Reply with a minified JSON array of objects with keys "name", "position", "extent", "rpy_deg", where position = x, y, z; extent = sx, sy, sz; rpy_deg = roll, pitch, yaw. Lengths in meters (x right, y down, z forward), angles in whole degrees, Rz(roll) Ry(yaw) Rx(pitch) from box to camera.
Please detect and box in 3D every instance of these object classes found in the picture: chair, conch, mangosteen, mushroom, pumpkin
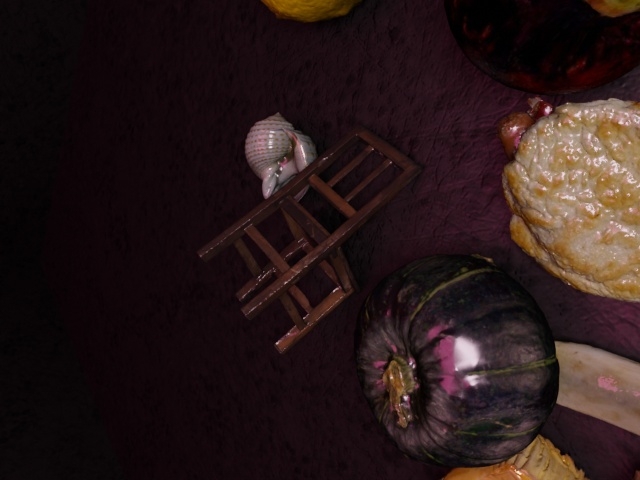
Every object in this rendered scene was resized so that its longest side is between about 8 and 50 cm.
[{"name":"chair","position":[0.000,0.000,0.983],"extent":[0.203,0.416,0.241],"rpy_deg":[45,169,32]},{"name":"conch","position":[-0.079,-0.178,1.061],"extent":[0.172,0.131,0.200],"rpy_deg":[5,117,20]},{"name":"mangosteen","position":[0.289,-0.321,0.553],"extent":[0.311,0.311,0.312],"rpy_deg":[7,101,44]},{"name":"mushroom","position":[0.447,0.214,0.624],"extent":[0.312,0.081,0.100],"rpy_deg":[12,99,48]},{"name":"pumpkin","position":[0.197,0.178,0.734],"extent":[0.323,0.241,0.324],"rpy_deg":[7,98,59]}]

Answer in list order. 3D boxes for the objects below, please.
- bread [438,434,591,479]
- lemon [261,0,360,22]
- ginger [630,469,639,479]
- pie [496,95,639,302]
[{"name":"bread","position":[0.296,0.412,0.757],"extent":[0.179,0.133,0.250],"rpy_deg":[53,129,25]},{"name":"lemon","position":[-0.010,-0.536,0.851],"extent":[0.268,0.268,0.322],"rpy_deg":[53,130,27]},{"name":"ginger","position":[0.462,0.378,0.534],"extent":[0.276,0.129,0.222],"rpy_deg":[121,160,-57]},{"name":"pie","position":[0.358,-0.052,0.625],"extent":[0.257,0.105,0.275],"rpy_deg":[13,125,49]}]
